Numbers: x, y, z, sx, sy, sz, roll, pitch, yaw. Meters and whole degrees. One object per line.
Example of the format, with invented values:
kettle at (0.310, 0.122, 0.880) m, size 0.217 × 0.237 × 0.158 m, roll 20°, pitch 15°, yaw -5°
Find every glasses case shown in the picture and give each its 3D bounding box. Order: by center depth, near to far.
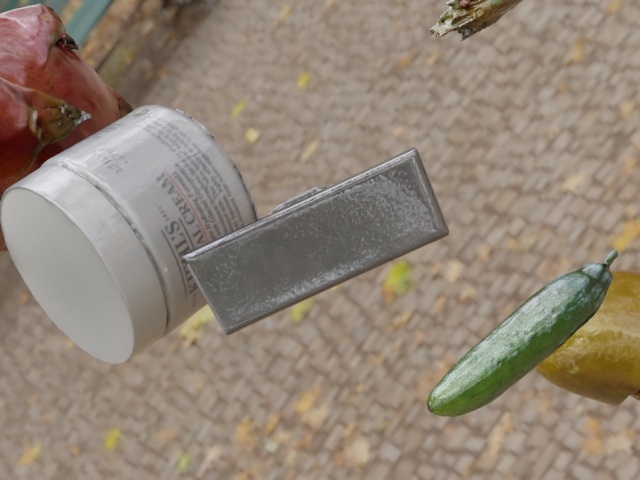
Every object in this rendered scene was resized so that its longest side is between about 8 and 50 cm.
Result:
glasses case at (-0.002, 0.000, 1.154) m, size 0.191 × 0.072 × 0.042 m, roll -25°, pitch 13°, yaw 6°

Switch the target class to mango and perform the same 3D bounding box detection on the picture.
mango at (0.333, 0.107, 1.626) m, size 0.167 × 0.262 × 0.130 m, roll -100°, pitch 22°, yaw -49°

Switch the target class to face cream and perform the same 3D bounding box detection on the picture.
face cream at (-0.158, -0.008, 1.317) m, size 0.153 × 0.177 × 0.177 m, roll -36°, pitch 15°, yaw -29°

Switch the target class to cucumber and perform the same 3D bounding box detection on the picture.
cucumber at (0.197, 0.090, 1.452) m, size 0.250 × 0.056 × 0.056 m, roll -37°, pitch 20°, yaw -17°

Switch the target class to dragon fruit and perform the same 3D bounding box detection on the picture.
dragon fruit at (-0.316, -0.106, 1.488) m, size 0.250 × 0.315 × 0.250 m, roll 174°, pitch 90°, yaw -67°

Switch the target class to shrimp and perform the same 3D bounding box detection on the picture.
shrimp at (0.198, -0.309, 1.734) m, size 0.217 × 0.115 × 0.051 m, roll -44°, pitch 19°, yaw 16°
